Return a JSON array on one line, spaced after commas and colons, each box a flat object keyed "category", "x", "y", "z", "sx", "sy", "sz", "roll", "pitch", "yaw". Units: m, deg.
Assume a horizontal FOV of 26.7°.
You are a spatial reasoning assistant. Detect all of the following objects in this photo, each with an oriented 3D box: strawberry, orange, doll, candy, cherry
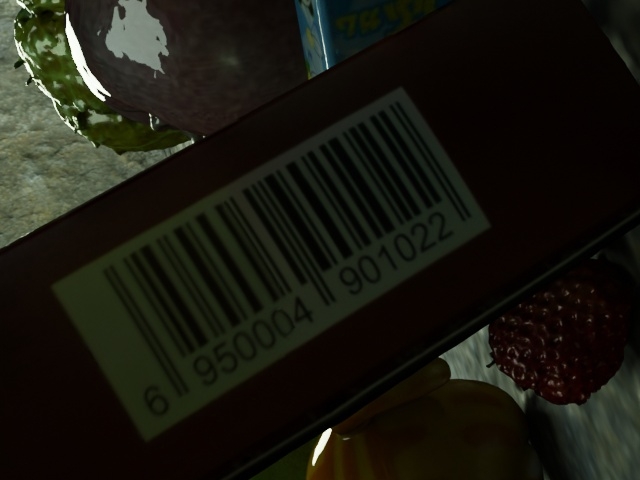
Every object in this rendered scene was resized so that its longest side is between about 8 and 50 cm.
[{"category": "strawberry", "x": 0.126, "y": 0.044, "z": 0.687, "sx": 0.073, "sy": 0.073, "sz": 0.083, "roll": 70, "pitch": 153, "yaw": 23}, {"category": "orange", "x": -0.150, "y": -0.238, "z": 1.260, "sx": 0.300, "sy": 0.223, "sz": 0.301, "roll": -37, "pitch": -56, "yaw": -60}, {"category": "doll", "x": 0.092, "y": 0.218, "z": 0.890, "sx": 0.162, "sy": 0.166, "sz": 0.270, "roll": -10, "pitch": -111, "yaw": -57}, {"category": "candy", "x": 0.032, "y": -0.169, "z": 0.771, "sx": 0.062, "sy": 0.097, "sz": 0.195, "roll": -127, "pitch": 21, "yaw": -55}, {"category": "cherry", "x": -0.081, "y": -0.200, "z": 1.013, "sx": 0.261, "sy": 0.221, "sz": 0.308, "roll": 17, "pitch": 111, "yaw": 63}]

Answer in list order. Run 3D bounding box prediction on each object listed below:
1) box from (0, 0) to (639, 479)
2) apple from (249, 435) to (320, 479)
[{"category": "box", "x": -0.055, "y": 0.050, "z": 0.686, "sx": 0.122, "sy": 0.344, "sz": 0.385, "roll": 58, "pitch": 162, "yaw": 4}, {"category": "apple", "x": -0.107, "y": 0.261, "z": 1.507, "sx": 0.384, "sy": 0.374, "sz": 0.374, "roll": 66, "pitch": 180, "yaw": -53}]
